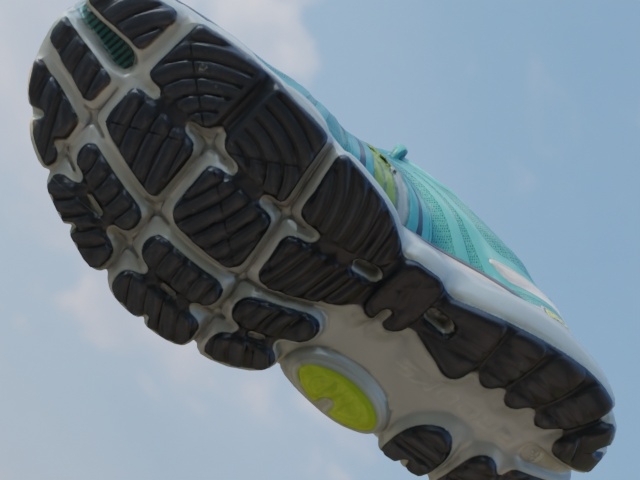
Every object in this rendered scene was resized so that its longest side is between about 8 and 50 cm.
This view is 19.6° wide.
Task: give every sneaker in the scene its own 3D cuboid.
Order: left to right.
[{"bbox_3d":[0.000,0.000,0.719,0.275,0.107,0.110,40,22,-23],"label":"sneaker"}]
